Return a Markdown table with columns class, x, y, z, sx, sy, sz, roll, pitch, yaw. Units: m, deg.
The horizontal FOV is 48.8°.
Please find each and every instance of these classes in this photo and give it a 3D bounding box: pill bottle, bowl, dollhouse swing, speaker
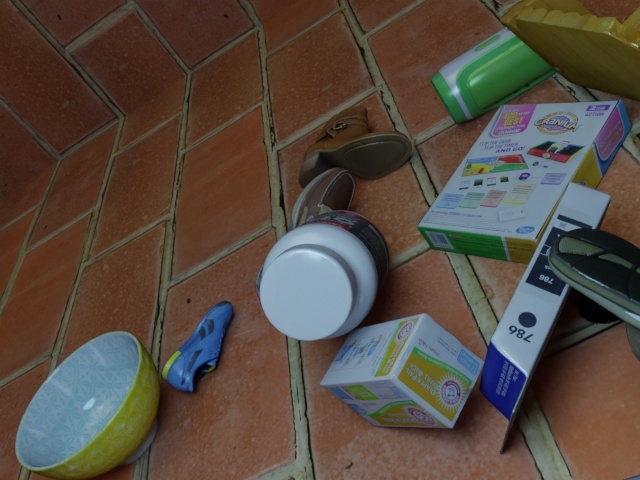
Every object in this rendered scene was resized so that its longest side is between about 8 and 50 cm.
| class | x | y | z | sx | sy | sz | roll | pitch | yaw |
| --- | --- | --- | --- | --- | --- | --- | --- | --- | --- |
| pill bottle | 0.009 | 0.053 | 1.107 | 0.176 | 0.176 | 0.318 | -30 | 2 | 13 |
| bowl | -0.395 | 0.326 | 1.302 | 0.290 | 0.156 | 0.289 | -26 | 35 | 20 |
| dollhouse swing | 0.566 | -0.398 | 1.158 | 0.304 | 0.315 | 0.347 | -57 | 31 | 8 |
| speaker | 0.377 | -0.358 | 1.417 | 0.297 | 0.131 | 0.131 | -30 | 33 | 12 |

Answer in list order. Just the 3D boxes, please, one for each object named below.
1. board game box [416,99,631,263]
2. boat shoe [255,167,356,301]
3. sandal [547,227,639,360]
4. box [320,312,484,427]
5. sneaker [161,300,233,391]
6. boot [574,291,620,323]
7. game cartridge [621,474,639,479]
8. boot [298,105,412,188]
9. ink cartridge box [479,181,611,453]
| class | x | y | z | sx | sy | sz | roll | pitch | yaw |
| --- | --- | --- | --- | --- | --- | --- | --- | --- | --- |
| board game box | 0.345 | -0.108 | 1.201 | 0.242 | 0.064 | 0.316 | 11 | 56 | 50 |
| boat shoe | 0.000 | 0.000 | 1.368 | 0.117 | 0.123 | 0.324 | 6 | 62 | 43 |
| sandal | 0.389 | 0.095 | 0.792 | 0.120 | 0.086 | 0.303 | -24 | 50 | -31 |
| box | 0.107 | 0.184 | 0.970 | 0.103 | 0.114 | 0.203 | -56 | 13 | -25 |
| sneaker | -0.217 | 0.208 | 1.375 | 0.082 | 0.069 | 0.209 | 23 | 51 | 18 |
| boot | 0.408 | 0.062 | 0.950 | 0.121 | 0.045 | 0.099 | -10 | 39 | 47 |
| game cartridge | 0.390 | 0.329 | 0.636 | 0.196 | 0.060 | 0.294 | -30 | 33 | 21 |
| boot | 0.089 | -0.224 | 1.578 | 0.284 | 0.109 | 0.220 | -23 | 31 | 36 |
| ink cartridge box | 0.280 | 0.097 | 0.918 | 0.065 | 0.165 | 0.332 | 23 | 62 | 20 |
